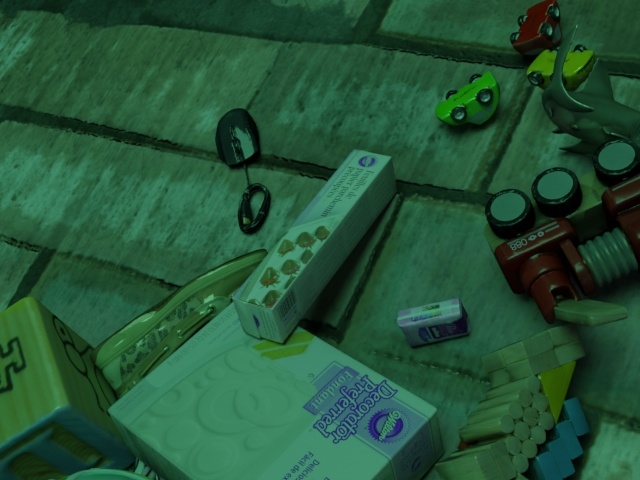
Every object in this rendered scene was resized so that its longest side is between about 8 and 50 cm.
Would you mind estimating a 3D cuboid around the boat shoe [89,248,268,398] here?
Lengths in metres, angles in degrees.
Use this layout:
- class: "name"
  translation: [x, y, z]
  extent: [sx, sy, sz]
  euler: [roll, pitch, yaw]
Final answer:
- class: "boat shoe"
  translation: [-0.179, 0.111, 1.393]
  extent: [0.285, 0.104, 0.089]
  euler: [-34, 88, 7]

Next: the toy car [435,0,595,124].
- class: "toy car"
  translation: [0.266, -0.225, 1.415]
  extent: [0.225, 0.053, 0.239]
  euler: [-33, 29, 16]

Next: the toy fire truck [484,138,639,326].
- class: "toy fire truck"
  translation: [0.324, 0.018, 1.165]
  extent: [0.217, 0.158, 0.246]
  euler: [-25, 49, 7]

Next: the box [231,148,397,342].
- class: "box"
  translation: [0.000, 0.000, 1.330]
  extent: [0.063, 0.067, 0.324]
  euler: [14, 47, 28]

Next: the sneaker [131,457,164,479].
- class: "sneaker"
  translation: [-0.198, 0.300, 1.283]
  extent: [0.077, 0.072, 0.178]
  euler: [-9, 60, 7]

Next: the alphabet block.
- class: "alphabet block"
  translation: [-0.390, 0.230, 1.340]
  extent: [0.193, 0.192, 0.197]
  euler: [-31, 50, 0]

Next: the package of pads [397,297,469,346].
- class: "package of pads"
  translation: [0.143, 0.103, 1.268]
  extent: [0.083, 0.050, 0.032]
  euler: [-14, 48, 16]

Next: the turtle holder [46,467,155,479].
- class: "turtle holder"
  translation: [-0.222, 0.400, 1.102]
  extent: [0.243, 0.227, 0.320]
  euler: [-36, 82, -8]

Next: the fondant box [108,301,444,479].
- class: "fondant box"
  translation: [-0.055, 0.228, 1.208]
  extent: [0.330, 0.096, 0.238]
  euler: [28, 56, 35]

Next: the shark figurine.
- class: "shark figurine"
  translation: [0.334, -0.181, 1.255]
  extent: [0.166, 0.278, 0.116]
  euler: [6, 81, 49]

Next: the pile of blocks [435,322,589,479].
- class: "pile of blocks"
  translation: [0.201, 0.258, 1.121]
  extent: [0.362, 0.149, 0.112]
  euler: [-57, 11, -29]

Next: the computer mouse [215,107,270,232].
- class: "computer mouse"
  translation: [-0.122, -0.115, 1.543]
  extent: [0.071, 0.041, 0.242]
  euler: [-21, 53, 9]
